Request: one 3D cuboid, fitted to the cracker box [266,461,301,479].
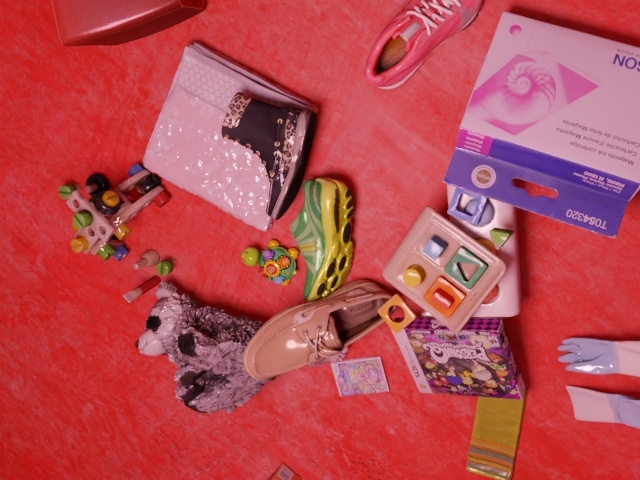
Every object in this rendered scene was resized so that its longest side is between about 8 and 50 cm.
[{"bbox_3d":[-0.157,0.676,1.768,0.067,0.156,0.232,38,114,4],"label":"cracker box"}]

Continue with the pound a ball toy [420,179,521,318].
[{"bbox_3d":[0.289,0.034,1.430,0.208,0.136,0.319,-1,105,19],"label":"pound a ball toy"}]

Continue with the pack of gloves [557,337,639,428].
[{"bbox_3d":[0.569,0.289,1.402,0.232,0.046,0.195,-5,105,53],"label":"pack of gloves"}]

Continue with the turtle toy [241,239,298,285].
[{"bbox_3d":[-0.114,0.050,1.608,0.130,0.066,0.095,22,112,11],"label":"turtle toy"}]

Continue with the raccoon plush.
[{"bbox_3d":[-0.196,0.226,1.667,0.447,0.299,0.216,2,119,-23],"label":"raccoon plush"}]

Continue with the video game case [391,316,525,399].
[{"bbox_3d":[0.285,0.243,1.484,0.232,0.041,0.210,-3,130,31],"label":"video game case"}]

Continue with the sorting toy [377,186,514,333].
[{"bbox_3d":[0.226,0.061,1.367,0.196,0.047,0.347,40,119,16],"label":"sorting toy"}]

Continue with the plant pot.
[{"bbox_3d":[-0.374,-0.540,1.424,0.236,0.267,0.267,-6,105,9],"label":"plant pot"}]

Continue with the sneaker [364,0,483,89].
[{"bbox_3d":[0.196,-0.398,1.327,0.116,0.136,0.314,42,114,1],"label":"sneaker"}]

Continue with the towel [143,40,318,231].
[{"bbox_3d":[-0.204,-0.223,1.564,0.332,0.053,0.316,29,113,9],"label":"towel"}]

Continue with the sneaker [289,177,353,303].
[{"bbox_3d":[0.000,0.000,1.550,0.124,0.109,0.295,25,119,38],"label":"sneaker"}]

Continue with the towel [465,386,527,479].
[{"bbox_3d":[0.387,0.420,1.579,0.102,0.021,0.237,9,109,15],"label":"towel"}]

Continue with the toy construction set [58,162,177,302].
[{"bbox_3d":[-0.475,-0.005,1.621,0.258,0.237,0.308,-19,100,23],"label":"toy construction set"}]

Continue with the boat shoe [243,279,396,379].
[{"bbox_3d":[-0.001,0.186,1.488,0.341,0.110,0.121,-30,108,-15],"label":"boat shoe"}]

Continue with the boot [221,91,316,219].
[{"bbox_3d":[-0.120,-0.177,1.476,0.179,0.085,0.236,21,107,11],"label":"boot"}]

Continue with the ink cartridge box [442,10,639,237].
[{"bbox_3d":[0.424,-0.211,1.270,0.324,0.071,0.330,19,82,12],"label":"ink cartridge box"}]

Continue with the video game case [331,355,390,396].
[{"bbox_3d":[0.092,0.314,1.651,0.122,0.011,0.087,-11,103,22],"label":"video game case"}]
